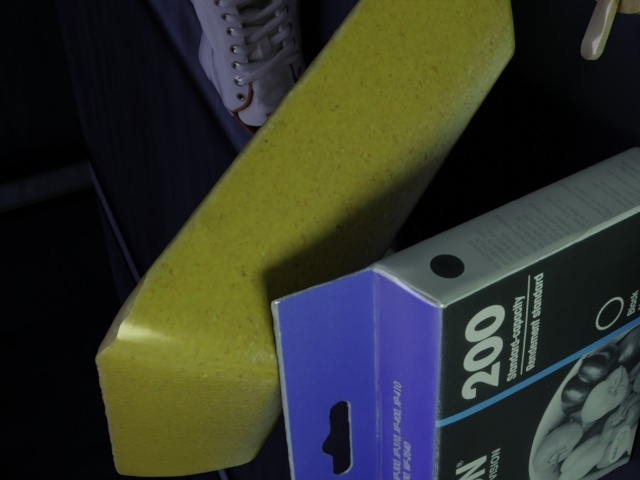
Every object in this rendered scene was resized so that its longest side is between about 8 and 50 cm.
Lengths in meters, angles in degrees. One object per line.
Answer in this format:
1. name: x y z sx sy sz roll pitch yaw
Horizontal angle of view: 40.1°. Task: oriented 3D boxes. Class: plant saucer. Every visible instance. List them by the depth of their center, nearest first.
1. plant saucer: 0.000 0.000 0.548 0.081 0.332 0.333 32 155 4

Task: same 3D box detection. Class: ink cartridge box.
1. ink cartridge box: 0.083 0.078 0.441 0.045 0.208 0.206 46 150 45

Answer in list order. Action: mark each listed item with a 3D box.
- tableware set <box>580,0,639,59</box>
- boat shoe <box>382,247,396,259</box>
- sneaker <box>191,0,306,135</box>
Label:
1. tableware set: 0.144 -0.142 0.320 0.128 0.039 0.194 70 161 4
2. boat shoe: 0.058 0.124 0.735 0.084 0.095 0.258 -32 76 67
3. sneaker: -0.047 -0.177 0.756 0.123 0.106 0.290 63 171 12
